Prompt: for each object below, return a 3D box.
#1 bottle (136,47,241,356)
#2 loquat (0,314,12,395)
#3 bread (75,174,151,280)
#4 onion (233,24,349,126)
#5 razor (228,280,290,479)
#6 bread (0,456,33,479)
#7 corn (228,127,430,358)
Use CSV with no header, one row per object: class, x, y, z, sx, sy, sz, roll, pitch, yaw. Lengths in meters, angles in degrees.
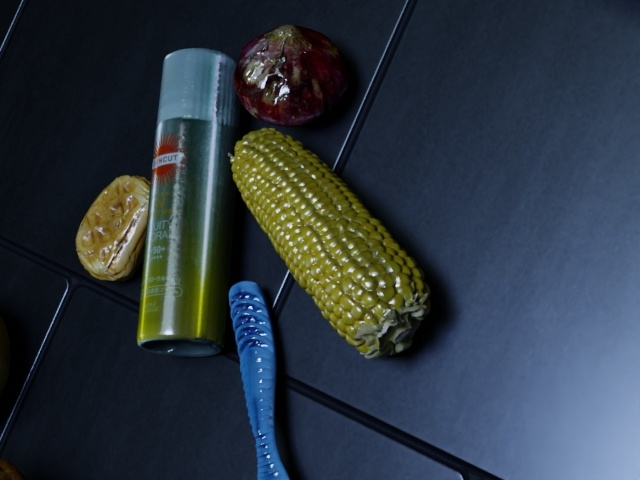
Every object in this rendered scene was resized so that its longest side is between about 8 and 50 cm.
bottle,-0.121,-0.038,1.325,0.082,0.082,0.286,-7,70,31
loquat,-0.379,0.116,1.406,0.137,0.163,0.163,9,78,4
bread,-0.199,-0.013,1.392,0.083,0.044,0.110,26,88,40
onion,-0.028,-0.149,1.300,0.107,0.097,0.107,1,51,-2
razor,-0.046,0.152,1.239,0.082,0.042,0.253,-24,62,26
bread,-0.345,0.294,1.272,0.135,0.247,0.232,7,92,36
corn,0.004,-0.004,1.229,0.091,0.091,0.260,-43,55,4
